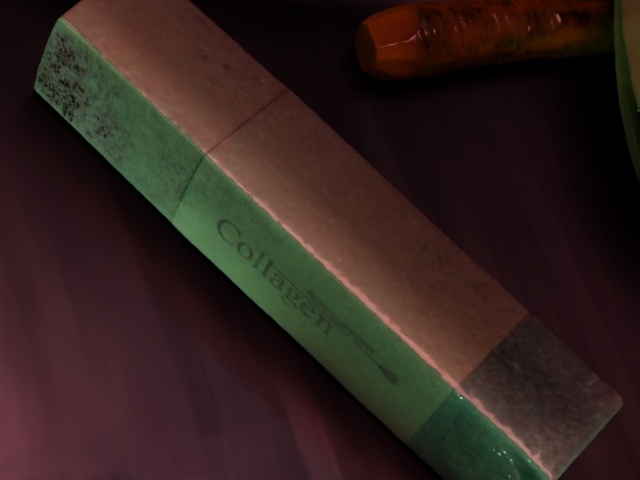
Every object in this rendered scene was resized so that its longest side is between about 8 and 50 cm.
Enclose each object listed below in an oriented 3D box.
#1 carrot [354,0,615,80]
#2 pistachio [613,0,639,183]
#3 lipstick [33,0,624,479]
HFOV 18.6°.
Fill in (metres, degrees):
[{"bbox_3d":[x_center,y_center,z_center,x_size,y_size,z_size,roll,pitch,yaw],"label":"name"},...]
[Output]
[{"bbox_3d":[0.099,-0.111,1.060,0.171,0.042,0.042,-6,63,-26],"label":"carrot"},{"bbox_3d":[0.231,-0.094,1.041,0.153,0.138,0.238,3,64,-5],"label":"pistachio"},{"bbox_3d":[0.000,0.000,0.937,0.317,0.066,0.068,43,55,8],"label":"lipstick"}]
